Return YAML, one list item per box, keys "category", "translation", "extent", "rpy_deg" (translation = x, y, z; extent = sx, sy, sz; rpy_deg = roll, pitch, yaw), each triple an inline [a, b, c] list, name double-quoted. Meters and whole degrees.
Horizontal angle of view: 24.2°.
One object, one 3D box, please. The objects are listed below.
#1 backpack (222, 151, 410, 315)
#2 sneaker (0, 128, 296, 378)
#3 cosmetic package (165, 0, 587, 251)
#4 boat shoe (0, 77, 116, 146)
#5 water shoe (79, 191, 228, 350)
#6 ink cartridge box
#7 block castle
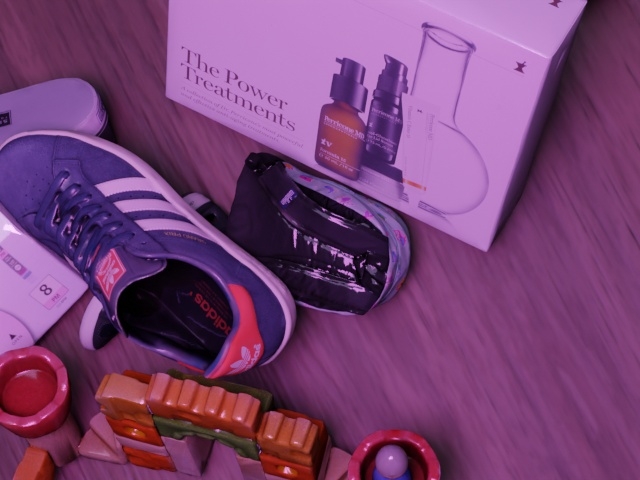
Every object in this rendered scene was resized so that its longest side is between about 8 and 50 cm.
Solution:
- category: "backpack"
  translation: [0.000, 0.000, 1.492]
  extent: [0.182, 0.115, 0.152]
  rpy_deg: [21, 110, 17]
- category: "sneaker"
  translation: [-0.191, 0.011, 1.425]
  extent: [0.350, 0.148, 0.131]
  rpy_deg: [31, 113, 12]
- category: "cosmetic package"
  translation: [0.035, -0.179, 1.419]
  extent: [0.377, 0.284, 0.097]
  rpy_deg: [26, 53, 12]
- category: "boat shoe"
  translation: [-0.369, -0.090, 1.578]
  extent: [0.306, 0.105, 0.113]
  rpy_deg: [-15, 52, 0]
- category: "water shoe"
  translation: [-0.168, 0.045, 1.544]
  extent: [0.080, 0.073, 0.203]
  rpy_deg: [39, 93, 9]
- category: "ink cartridge box"
  translation: [-0.384, 0.039, 1.527]
  extent: [0.189, 0.232, 0.066]
  rpy_deg: [-45, 35, 4]
- category: "block castle"
  translation: [-0.129, 0.282, 1.390]
  extent: [0.453, 0.213, 0.303]
  rpy_deg: [12, 62, 11]
